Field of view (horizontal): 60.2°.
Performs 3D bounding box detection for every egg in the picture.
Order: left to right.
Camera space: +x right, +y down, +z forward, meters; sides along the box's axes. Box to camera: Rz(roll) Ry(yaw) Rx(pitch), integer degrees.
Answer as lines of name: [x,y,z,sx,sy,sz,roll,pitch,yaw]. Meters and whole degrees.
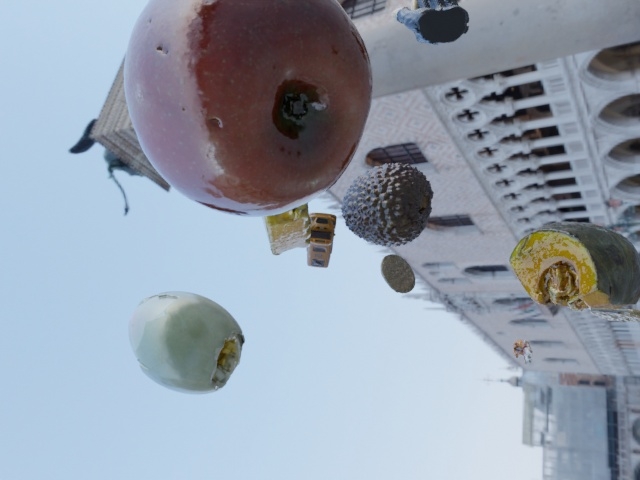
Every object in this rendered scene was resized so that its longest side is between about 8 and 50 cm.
egg: [-0.402,0.288,1.604,0.278,0.337,0.278,20,-90,-79]

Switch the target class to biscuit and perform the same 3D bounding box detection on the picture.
biscuit: [0.210,0.090,1.492,0.120,0.015,0.120,19,-127,-27]
biscuit: [0.718,0.178,1.329,0.071,0.147,0.018,23,-104,-19]

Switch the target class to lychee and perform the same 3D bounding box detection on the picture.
lychee: [0.193,-0.106,1.631,0.268,0.268,0.267,10,-102,-56]

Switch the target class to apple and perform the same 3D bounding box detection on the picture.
apple: [-0.095,-0.207,0.777,0.349,0.277,0.348,-16,-60,-30]

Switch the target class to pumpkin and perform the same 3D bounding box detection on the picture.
pumpkin: [0.715,0.071,1.549,0.226,0.303,0.256,5,-105,-35]

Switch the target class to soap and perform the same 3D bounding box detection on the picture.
soap: [-0.107,-0.150,1.211,0.204,0.096,0.324,93,161,-68]

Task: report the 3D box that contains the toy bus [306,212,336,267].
toy bus: [0.000,0.000,1.622,0.194,0.084,0.088,95,-179,-56]

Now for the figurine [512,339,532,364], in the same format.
figurine: [0.514,0.279,1.398,0.109,0.047,0.064,-38,-53,-80]

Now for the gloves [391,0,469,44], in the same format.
gloves: [0.238,-0.490,1.208,0.106,0.129,0.180,47,-162,-29]
